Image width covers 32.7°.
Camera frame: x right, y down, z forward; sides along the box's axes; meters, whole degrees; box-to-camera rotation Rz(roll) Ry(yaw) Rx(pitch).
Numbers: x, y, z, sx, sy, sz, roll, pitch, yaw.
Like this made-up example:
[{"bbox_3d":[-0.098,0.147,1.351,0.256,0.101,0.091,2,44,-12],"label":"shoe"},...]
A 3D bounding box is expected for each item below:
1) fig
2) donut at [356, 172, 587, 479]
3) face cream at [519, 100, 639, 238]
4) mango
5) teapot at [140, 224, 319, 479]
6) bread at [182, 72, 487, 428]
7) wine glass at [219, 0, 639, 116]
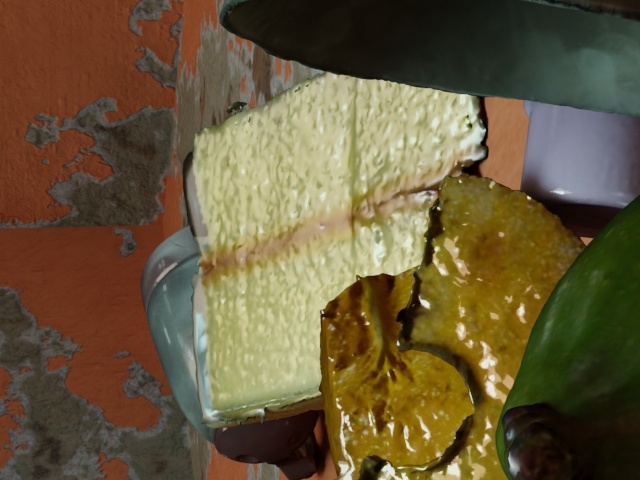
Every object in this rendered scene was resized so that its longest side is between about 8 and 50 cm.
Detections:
[{"bbox_3d":[0.151,0.057,0.427,0.195,0.245,0.195,6,97,62],"label":"fig"},{"bbox_3d":[0.109,0.109,0.594,0.101,0.152,0.259,24,-97,-63],"label":"donut"},{"bbox_3d":[0.175,-0.141,0.638,0.154,0.096,0.273,141,139,-75],"label":"face cream"},{"bbox_3d":[0.102,0.162,0.736,0.201,0.199,0.350,-51,46,42],"label":"mango"},{"bbox_3d":[-0.090,0.175,1.488,0.315,0.233,0.312,59,-171,-52],"label":"teapot"},{"bbox_3d":[0.000,0.000,1.067,0.405,0.242,0.345,138,126,-76],"label":"bread"},{"bbox_3d":[0.114,-0.263,0.446,0.267,0.267,0.406,-160,77,-75],"label":"wine glass"}]
